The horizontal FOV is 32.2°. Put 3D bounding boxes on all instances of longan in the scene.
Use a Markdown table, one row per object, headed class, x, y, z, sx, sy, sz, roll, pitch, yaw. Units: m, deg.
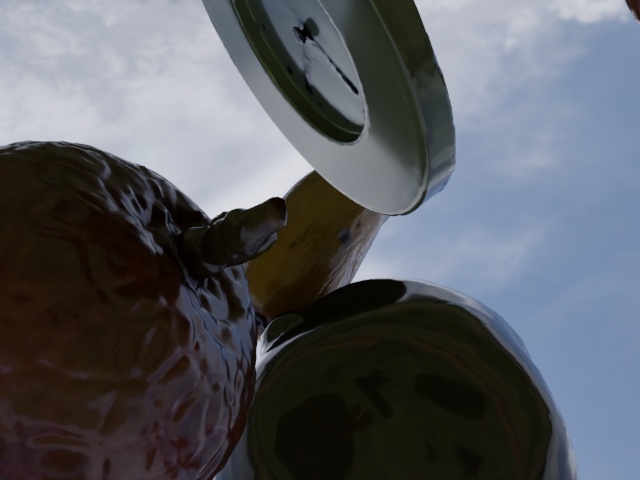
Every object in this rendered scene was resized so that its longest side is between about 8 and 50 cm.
| class | x | y | z | sx | sy | sz | roll | pitch | yaw |
| --- | --- | --- | --- | --- | --- | --- | --- | --- | --- |
| longan | 0.062 | 0.194 | 0.972 | 0.361 | 0.361 | 0.361 | 2 | -144 | -1 |

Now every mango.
| class | x | y | z | sx | sy | sz | roll | pitch | yaw |
| --- | --- | --- | --- | --- | --- | --- | --- | --- | --- |
| mango | -0.005 | -0.002 | 1.150 | 0.109 | 0.157 | 0.262 | 26 | -128 | 13 |

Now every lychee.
| class | x | y | z | sx | sy | sz | roll | pitch | yaw |
| --- | --- | --- | --- | --- | --- | --- | --- | --- | --- |
| lychee | -0.143 | 0.051 | 0.654 | 0.255 | 0.300 | 0.255 | 41 | -166 | -13 |

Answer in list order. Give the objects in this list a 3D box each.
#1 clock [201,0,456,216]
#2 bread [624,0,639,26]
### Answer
| class | x | y | z | sx | sy | sz | roll | pitch | yaw |
| --- | --- | --- | --- | --- | --- | --- | --- | --- | --- |
| clock | -0.006 | -0.117 | 0.612 | 0.029 | 0.235 | 0.235 | -34 | -133 | -15 |
| bread | 0.316 | -0.219 | 0.612 | 0.295 | 0.327 | 0.114 | 32 | -136 | -18 |
